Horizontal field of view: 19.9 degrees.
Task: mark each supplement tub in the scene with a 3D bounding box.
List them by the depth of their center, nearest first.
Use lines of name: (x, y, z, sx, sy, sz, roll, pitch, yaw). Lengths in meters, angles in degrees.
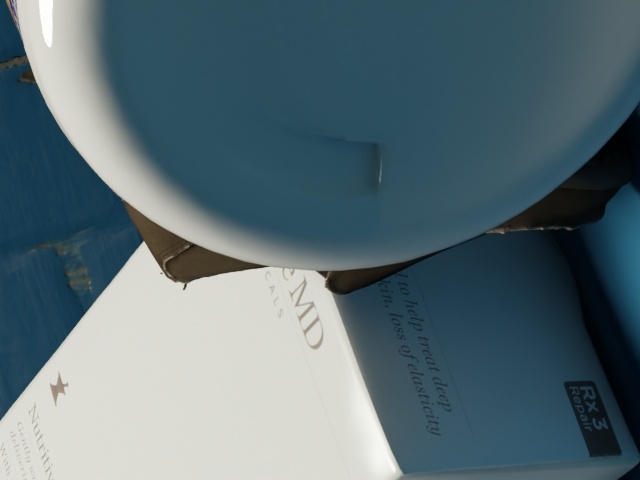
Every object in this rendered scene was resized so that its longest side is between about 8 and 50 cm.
supplement tub: (-0.024, -0.166, 0.715, 0.331, 0.241, 0.241, -121, 18, -53)

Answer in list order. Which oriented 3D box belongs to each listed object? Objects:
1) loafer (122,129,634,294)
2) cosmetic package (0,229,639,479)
loafer: (0.023, -0.021, 0.780, 0.080, 0.220, 0.078, -82, -10, -55)
cosmetic package: (-0.029, 0.114, 0.972, 0.385, 0.156, 0.217, -51, 50, 43)
